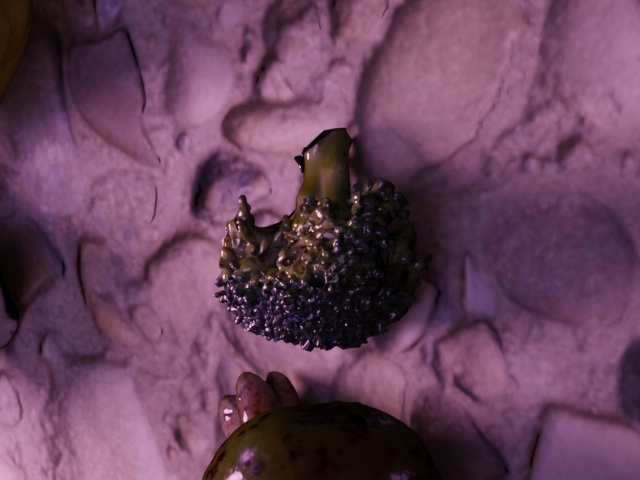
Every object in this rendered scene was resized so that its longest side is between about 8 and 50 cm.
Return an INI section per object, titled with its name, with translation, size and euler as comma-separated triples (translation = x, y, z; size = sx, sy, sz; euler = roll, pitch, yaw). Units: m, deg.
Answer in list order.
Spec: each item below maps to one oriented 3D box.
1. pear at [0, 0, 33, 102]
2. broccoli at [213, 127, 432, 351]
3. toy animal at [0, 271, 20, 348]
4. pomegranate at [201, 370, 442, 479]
[pear]
translation = -0.350, -0.196, 1.202
size = 0.269, 0.269, 0.321
euler = 35, 126, 22
[broccoli]
translation = 0.000, 0.000, 1.100
size = 0.154, 0.167, 0.160
euler = -5, 69, 2
[toy animal]
translation = -0.393, 0.031, 1.323
size = 0.235, 0.165, 0.187
euler = 33, 108, 23
[pomegranate]
translation = -0.011, 0.188, 1.115
size = 0.202, 0.202, 0.248
euler = -61, 40, 27
